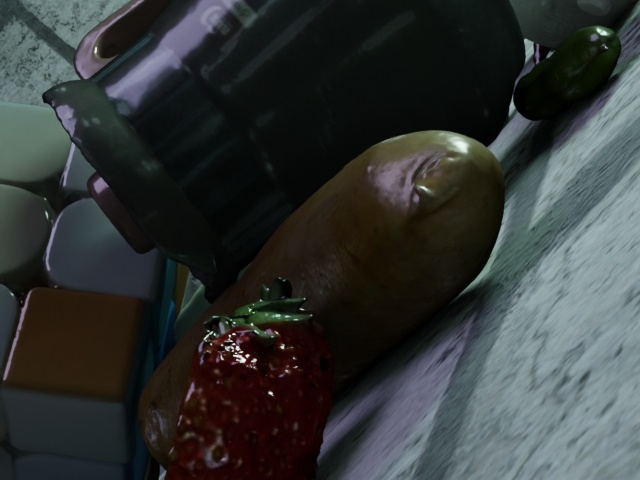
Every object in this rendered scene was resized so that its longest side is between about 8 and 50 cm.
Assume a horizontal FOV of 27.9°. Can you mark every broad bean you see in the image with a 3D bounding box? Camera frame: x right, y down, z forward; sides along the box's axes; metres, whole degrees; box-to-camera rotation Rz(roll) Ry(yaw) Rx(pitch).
[{"bbox_3d":[0.195,-0.131,1.065,0.065,0.046,0.254,-50,2,-5],"label":"broad bean"}]

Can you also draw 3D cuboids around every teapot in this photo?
[{"bbox_3d":[-0.056,-0.150,1.127,0.361,0.305,0.376,-38,45,-6],"label":"teapot"}]

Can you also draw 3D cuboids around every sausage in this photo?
[{"bbox_3d":[-0.009,0.055,0.957,0.136,0.123,0.501,-36,-6,-39],"label":"sausage"}]

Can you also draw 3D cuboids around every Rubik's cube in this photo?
[{"bbox_3d":[-0.324,0.089,1.315,0.347,0.346,0.344,100,177,-52],"label":"Rubik's cube"}]

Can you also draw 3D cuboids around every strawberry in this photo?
[{"bbox_3d":[-0.040,0.116,0.797,0.192,0.085,0.140,-64,-16,-51],"label":"strawberry"}]

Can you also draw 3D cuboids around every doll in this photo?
[{"bbox_3d":[0.254,-0.271,1.139,0.151,0.151,0.287,-50,7,-20],"label":"doll"}]

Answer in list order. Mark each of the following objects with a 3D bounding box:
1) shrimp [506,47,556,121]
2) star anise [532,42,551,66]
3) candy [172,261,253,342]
[{"bbox_3d":[0.218,-0.195,1.444,0.166,0.161,0.049,-6,4,-41],"label":"shrimp"},{"bbox_3d":[0.231,-0.242,1.373,0.140,0.158,0.144,-62,-11,-75],"label":"star anise"},{"bbox_3d":[0.002,0.001,1.380,0.359,0.145,0.208,-50,4,7],"label":"candy"}]
